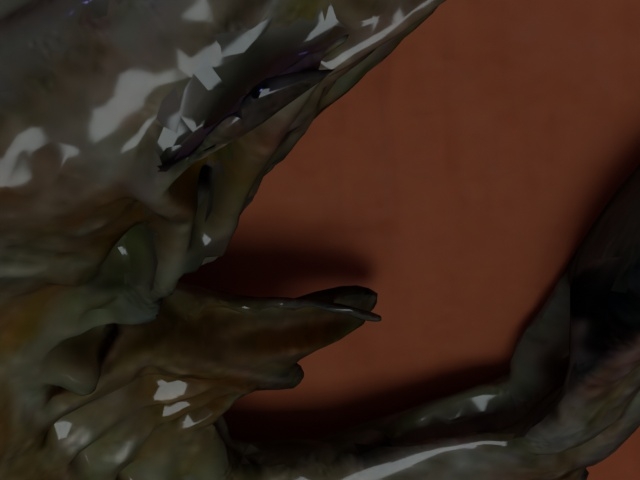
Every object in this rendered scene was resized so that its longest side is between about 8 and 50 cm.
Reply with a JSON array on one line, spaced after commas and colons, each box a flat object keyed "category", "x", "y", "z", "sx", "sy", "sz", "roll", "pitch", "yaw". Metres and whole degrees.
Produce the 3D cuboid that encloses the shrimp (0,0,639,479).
[{"category": "shrimp", "x": 0.000, "y": 0.000, "z": 0.447, "sx": 0.247, "sy": 0.085, "sz": 0.360, "roll": 18, "pitch": 130, "yaw": -30}]
